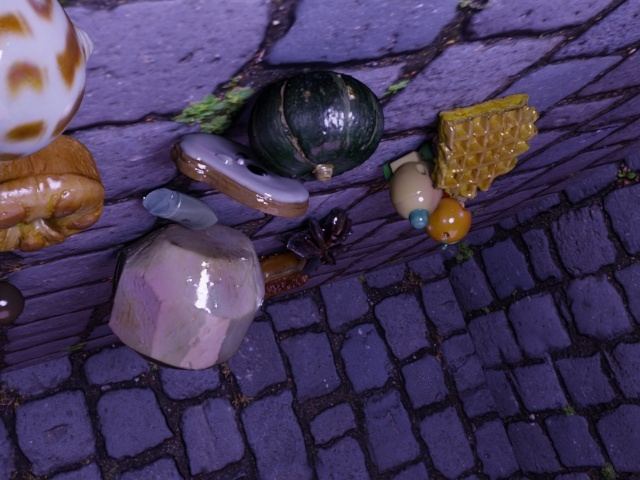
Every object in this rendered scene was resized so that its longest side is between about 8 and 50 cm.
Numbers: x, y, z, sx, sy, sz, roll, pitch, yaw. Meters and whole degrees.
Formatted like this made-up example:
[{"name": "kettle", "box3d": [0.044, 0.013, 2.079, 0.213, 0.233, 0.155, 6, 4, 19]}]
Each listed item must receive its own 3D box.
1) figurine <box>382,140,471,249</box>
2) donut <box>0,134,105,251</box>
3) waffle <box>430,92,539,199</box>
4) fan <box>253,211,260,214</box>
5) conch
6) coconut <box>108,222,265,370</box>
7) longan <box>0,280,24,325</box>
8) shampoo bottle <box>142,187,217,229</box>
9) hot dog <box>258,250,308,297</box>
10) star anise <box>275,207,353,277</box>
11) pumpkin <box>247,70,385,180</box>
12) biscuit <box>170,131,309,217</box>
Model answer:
[{"name": "figurine", "box3d": [0.263, -0.095, 1.586, 0.124, 0.222, 0.325, -27, 167, 29]}, {"name": "donut", "box3d": [-0.392, -0.054, 0.914, 0.227, 0.113, 0.226, -19, 170, -4]}, {"name": "waffle", "box3d": [0.333, -0.178, 1.428, 0.229, 0.057, 0.219, -15, 135, -18]}, {"name": "fan", "box3d": [-0.116, -0.072, 1.633, 0.083, 0.004, 0.056, -16, 170, -10]}, {"name": "conch", "box3d": [-0.269, -0.148, 0.540, 0.148, 0.183, 0.275, -51, 173, 3]}, {"name": "coconut", "box3d": [-0.292, 0.123, 1.531, 0.353, 0.352, 0.352, -18, 170, -3]}, {"name": "longan", "box3d": [-0.671, 0.129, 1.456, 0.113, 0.092, 0.113, 5, 163, 2]}, {"name": "shampoo bottle", "box3d": [-0.259, -0.057, 1.325, 0.072, 0.049, 0.212, -17, 170, 12]}, {"name": "hot dog", "box3d": [-0.183, 0.106, 2.152, 0.349, 0.117, 0.158, -17, 150, -22]}, {"name": "star anise", "box3d": [-0.004, 0.001, 1.926, 0.212, 0.129, 0.282, -26, 161, 3]}, {"name": "pumpkin", "box3d": [-0.006, -0.156, 0.974, 0.190, 0.146, 0.190, 4, -177, 0]}, {"name": "biscuit", "box3d": [-0.108, -0.102, 1.033, 0.049, 0.208, 0.181, -65, 173, 19]}]
